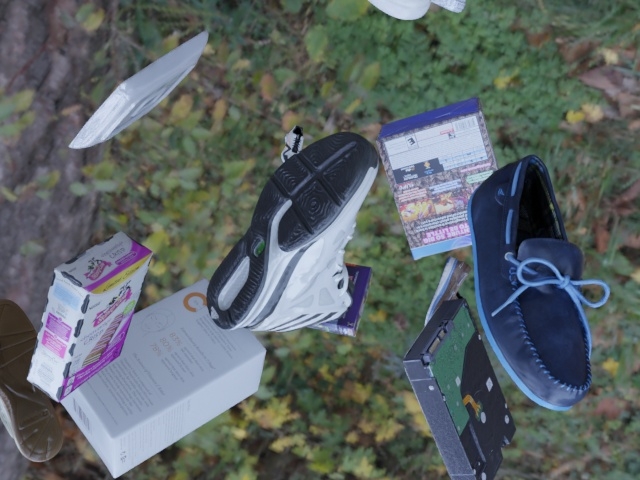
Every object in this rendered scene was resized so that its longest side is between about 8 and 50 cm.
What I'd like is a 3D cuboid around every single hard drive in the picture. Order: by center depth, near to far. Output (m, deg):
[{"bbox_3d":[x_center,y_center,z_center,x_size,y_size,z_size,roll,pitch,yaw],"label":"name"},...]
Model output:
[{"bbox_3d":[0.288,0.319,1.812,0.064,0.237,0.338,-11,112,34],"label":"hard drive"}]

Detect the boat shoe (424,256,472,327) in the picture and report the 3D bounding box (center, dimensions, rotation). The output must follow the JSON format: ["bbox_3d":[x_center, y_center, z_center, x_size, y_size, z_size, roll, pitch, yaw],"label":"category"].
[{"bbox_3d":[0.285,0.131,1.988,0.066,0.183,0.066,21,-163,10],"label":"boat shoe"}]

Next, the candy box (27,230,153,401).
[{"bbox_3d":[-0.359,0.118,1.391,0.071,0.159,0.233,31,123,13],"label":"candy box"}]

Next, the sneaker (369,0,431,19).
[{"bbox_3d":[0.075,-0.442,1.214,0.290,0.106,0.123,63,155,9],"label":"sneaker"}]

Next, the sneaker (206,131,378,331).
[{"bbox_3d":[-0.001,0.000,1.683,0.258,0.447,0.169,16,-149,-48],"label":"sneaker"}]

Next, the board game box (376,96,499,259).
[{"bbox_3d":[0.280,-0.137,1.977,0.232,0.141,0.291,-14,108,14],"label":"board game box"}]

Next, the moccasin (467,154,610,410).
[{"bbox_3d":[0.254,0.032,1.074,0.138,0.342,0.117,13,138,-29],"label":"moccasin"}]

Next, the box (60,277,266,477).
[{"bbox_3d":[-0.312,0.262,1.752,0.215,0.345,0.168,47,147,25],"label":"box"}]

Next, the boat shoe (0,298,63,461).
[{"bbox_3d":[-0.529,0.243,1.535,0.105,0.285,0.089,-14,179,-37],"label":"boat shoe"}]

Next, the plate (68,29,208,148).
[{"bbox_3d":[-0.367,-0.302,1.847,0.045,0.277,0.278,50,137,-7],"label":"plate"}]

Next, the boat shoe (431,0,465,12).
[{"bbox_3d":[0.169,-0.466,1.555,0.226,0.075,0.083,30,-161,28],"label":"boat shoe"}]

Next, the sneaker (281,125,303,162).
[{"bbox_3d":[-0.057,-0.201,1.895,0.040,0.109,0.043,16,139,-19],"label":"sneaker"}]

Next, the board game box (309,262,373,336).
[{"bbox_3d":[0.034,0.130,2.081,0.141,0.170,0.048,9,148,15],"label":"board game box"}]
